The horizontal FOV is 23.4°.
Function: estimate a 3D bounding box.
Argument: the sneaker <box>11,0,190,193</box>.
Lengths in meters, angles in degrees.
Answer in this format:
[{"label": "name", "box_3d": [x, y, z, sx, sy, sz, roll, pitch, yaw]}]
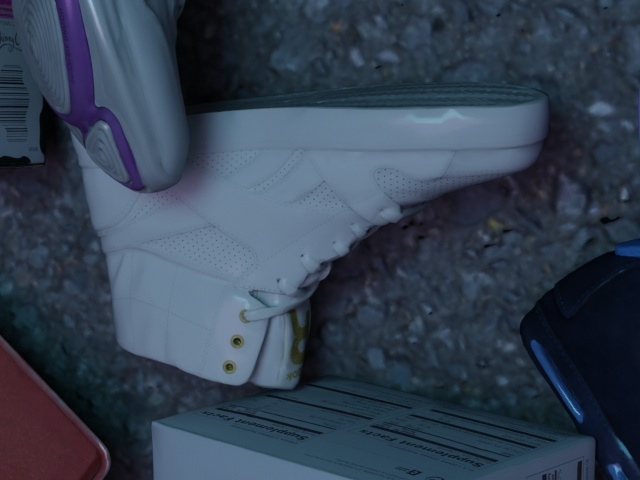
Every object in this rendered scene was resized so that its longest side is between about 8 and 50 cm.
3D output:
[{"label": "sneaker", "box_3d": [-0.100, -0.180, 0.837, 0.152, 0.114, 0.305, -13, 89, -26]}]

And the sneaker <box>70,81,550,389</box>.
[{"label": "sneaker", "box_3d": [0.000, 0.000, 0.889, 0.292, 0.108, 0.169, -4, 99, 28]}]

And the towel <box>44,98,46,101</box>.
[{"label": "towel", "box_3d": [-0.127, -0.193, 0.938, 0.102, 0.021, 0.237, 30, 106, 7]}]

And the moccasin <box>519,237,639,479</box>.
[{"label": "moccasin", "box_3d": [0.220, 0.167, 0.844, 0.116, 0.137, 0.342, -28, 76, 24]}]

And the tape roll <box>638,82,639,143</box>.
[{"label": "tape roll", "box_3d": [0.304, -0.068, 0.785, 0.274, 0.090, 0.275, 3, 100, 17]}]

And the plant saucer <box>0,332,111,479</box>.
[{"label": "plant saucer", "box_3d": [-0.273, 0.142, 1.003, 0.259, 0.047, 0.258, 43, 108, 17]}]

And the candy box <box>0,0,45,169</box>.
[{"label": "candy box", "box_3d": [-0.252, -0.159, 0.936, 0.159, 0.071, 0.233, 2, 96, 25]}]

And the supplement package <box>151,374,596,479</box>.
[{"label": "supplement package", "box_3d": [0.026, 0.228, 0.852, 0.204, 0.145, 0.262, 8, 102, 44]}]
